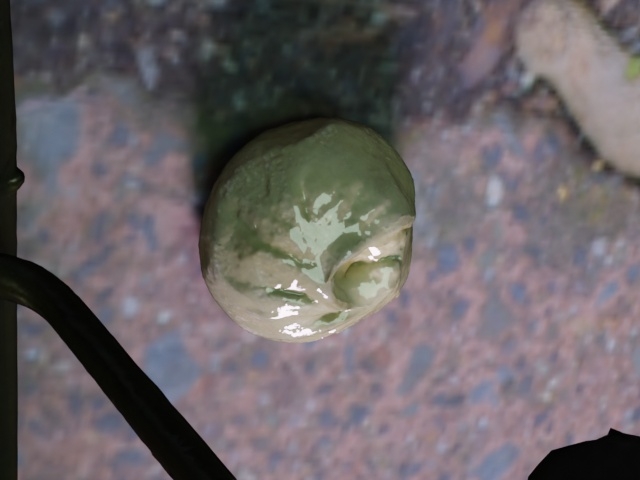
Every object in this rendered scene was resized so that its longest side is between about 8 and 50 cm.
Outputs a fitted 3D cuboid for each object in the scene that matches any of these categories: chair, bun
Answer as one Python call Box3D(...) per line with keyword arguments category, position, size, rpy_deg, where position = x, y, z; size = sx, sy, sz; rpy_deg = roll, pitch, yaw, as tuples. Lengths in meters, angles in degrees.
Box3D(category="chair", position=(-0.168, 0.193, 0.503), size=(0.364, 0.362, 0.410), rpy_deg=(-15, 121, -24))
Box3D(category="bun", position=(0.000, 0.000, 0.687), size=(0.086, 0.055, 0.086), rpy_deg=(-12, 117, -24))
